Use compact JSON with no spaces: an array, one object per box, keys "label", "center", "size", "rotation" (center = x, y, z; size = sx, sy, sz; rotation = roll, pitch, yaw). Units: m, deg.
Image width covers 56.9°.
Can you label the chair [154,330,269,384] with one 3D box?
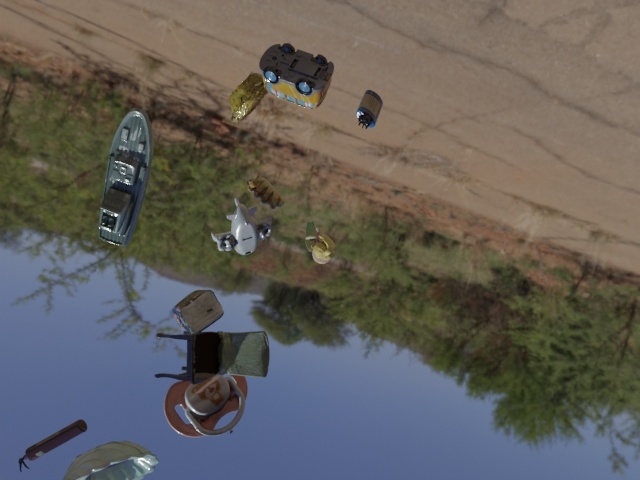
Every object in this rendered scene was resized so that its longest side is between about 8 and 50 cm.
[{"label":"chair","center":[-0.342,0.363,1.862],"size":[0.318,0.160,0.186],"rotation":[-1,175,24]}]

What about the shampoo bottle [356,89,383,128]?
[{"label":"shampoo bottle","center":[0.177,-0.475,2.160],"size":[0.087,0.183,0.050],"rotation":[42,134,-20]}]

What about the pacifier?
[{"label":"pacifier","center":[-0.440,0.607,2.274],"size":[0.273,0.332,0.221],"rotation":[5,125,55]}]

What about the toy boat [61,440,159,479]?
[{"label":"toy boat","center":[-0.644,0.684,1.784],"size":[0.290,0.200,0.100],"rotation":[-13,-130,-27]}]

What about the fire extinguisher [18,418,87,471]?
[{"label":"fire extinguisher","center":[-0.569,0.425,1.250],"size":[0.035,0.173,0.049],"rotation":[57,-173,-34]}]

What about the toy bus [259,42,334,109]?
[{"label":"toy bus","center":[-0.071,-0.470,1.717],"size":[0.209,0.126,0.136],"rotation":[22,154,9]}]

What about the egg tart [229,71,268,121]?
[{"label":"egg tart","center":[-0.303,-0.629,2.537],"size":[0.116,0.295,0.295],"rotation":[42,172,-11]}]

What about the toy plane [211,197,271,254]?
[{"label":"toy plane","center":[-0.306,-0.045,2.337],"size":[0.252,0.252,0.118],"rotation":[21,-155,-44]}]

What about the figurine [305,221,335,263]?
[{"label":"figurine","center":[0.000,0.000,1.715],"size":[0.083,0.083,0.187],"rotation":[19,-153,-19]}]

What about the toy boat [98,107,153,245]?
[{"label":"toy boat","center":[-0.353,-0.112,1.071],"size":[0.078,0.261,0.085],"rotation":[19,-161,2]}]

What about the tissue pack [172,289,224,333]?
[{"label":"tissue pack","center":[-0.322,0.183,1.538],"size":[0.091,0.103,0.170],"rotation":[58,159,-6]}]

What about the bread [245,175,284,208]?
[{"label":"bread","center":[-0.223,-0.195,2.382],"size":[0.177,0.084,0.119],"rotation":[42,-179,-1]}]
